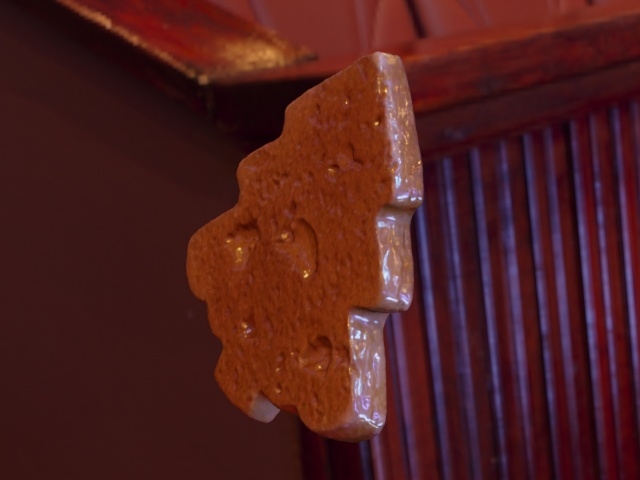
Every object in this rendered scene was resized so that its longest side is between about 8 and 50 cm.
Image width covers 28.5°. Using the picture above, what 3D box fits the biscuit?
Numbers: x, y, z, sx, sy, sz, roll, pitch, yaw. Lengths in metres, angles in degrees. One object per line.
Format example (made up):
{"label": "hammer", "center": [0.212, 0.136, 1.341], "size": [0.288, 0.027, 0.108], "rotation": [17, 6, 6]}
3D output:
{"label": "biscuit", "center": [0.000, 0.000, 0.966], "size": [0.043, 0.306, 0.284], "rotation": [9, 24, -37]}
